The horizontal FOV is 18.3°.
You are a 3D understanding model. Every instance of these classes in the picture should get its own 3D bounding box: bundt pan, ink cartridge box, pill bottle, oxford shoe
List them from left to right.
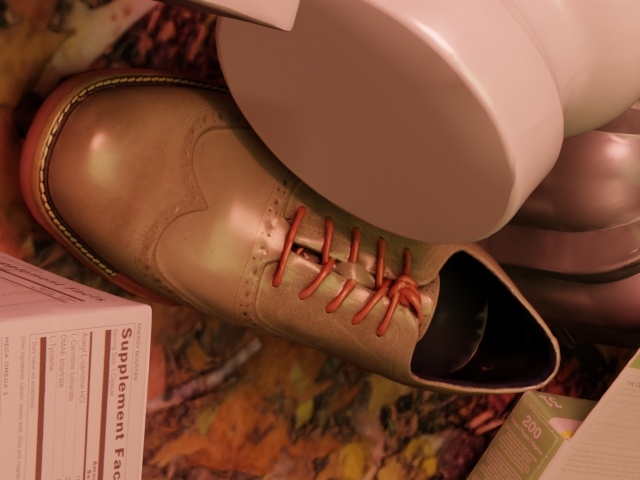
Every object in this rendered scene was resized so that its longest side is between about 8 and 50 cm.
[{"bbox_3d":[0.000,0.000,1.050,0.348,0.130,0.123,21,89,-43],"label":"oxford shoe"},{"bbox_3d":[0.115,-0.183,1.016,0.363,0.210,0.210,-52,131,-28],"label":"pill bottle"},{"bbox_3d":[0.197,0.121,1.258,0.171,0.056,0.235,12,117,-43],"label":"ink cartridge box"},{"bbox_3d":[0.233,-0.078,1.243,0.330,0.124,0.331,-14,112,-38],"label":"bundt pan"}]

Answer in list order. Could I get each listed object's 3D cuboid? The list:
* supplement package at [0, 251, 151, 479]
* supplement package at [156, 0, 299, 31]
[{"bbox_3d":[-0.213,0.088,0.880,0.244,0.139,0.134,-4,104,-41],"label":"supplement package"},{"bbox_3d":[-0.088,-0.261,0.861,0.175,0.177,0.293,12,95,-44],"label":"supplement package"}]
